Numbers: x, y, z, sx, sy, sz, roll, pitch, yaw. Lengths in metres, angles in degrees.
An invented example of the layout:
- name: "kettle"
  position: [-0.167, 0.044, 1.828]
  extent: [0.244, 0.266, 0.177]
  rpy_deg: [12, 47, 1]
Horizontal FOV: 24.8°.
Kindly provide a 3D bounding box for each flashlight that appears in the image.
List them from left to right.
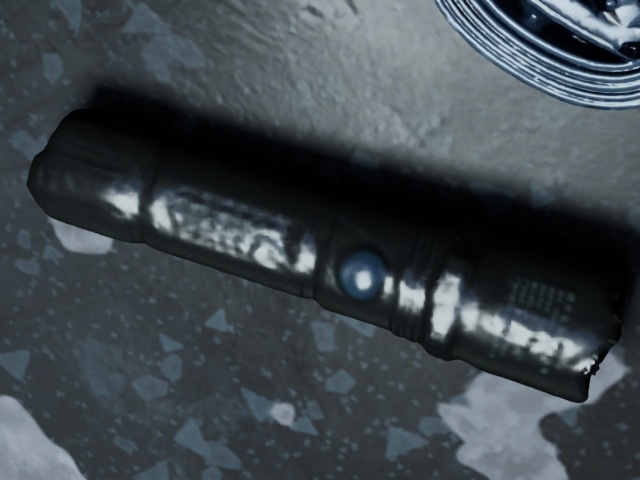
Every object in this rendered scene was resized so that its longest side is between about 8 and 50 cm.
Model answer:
- name: "flashlight"
  position: [0.000, 0.000, 1.000]
  extent: [0.424, 0.103, 0.103]
  rpy_deg: [18, 122, 12]

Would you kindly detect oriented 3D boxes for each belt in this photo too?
- name: "belt"
  position: [0.149, -0.167, 0.859]
  extent: [0.190, 0.082, 0.141]
  rpy_deg: [34, 126, 0]
